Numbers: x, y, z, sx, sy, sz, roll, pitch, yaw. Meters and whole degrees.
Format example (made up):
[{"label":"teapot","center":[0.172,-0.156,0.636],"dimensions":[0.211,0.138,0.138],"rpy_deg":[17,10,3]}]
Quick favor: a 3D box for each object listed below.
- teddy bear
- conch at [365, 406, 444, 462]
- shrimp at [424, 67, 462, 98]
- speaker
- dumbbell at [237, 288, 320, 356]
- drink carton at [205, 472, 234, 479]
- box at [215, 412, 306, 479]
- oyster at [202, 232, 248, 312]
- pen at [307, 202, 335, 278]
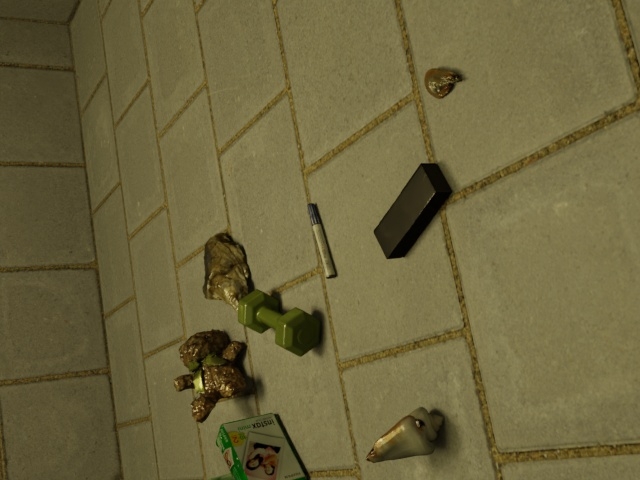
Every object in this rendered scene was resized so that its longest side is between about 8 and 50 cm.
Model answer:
[{"label":"teddy bear","center":[-0.333,0.381,2.414],"dimensions":[0.222,0.246,0.296],"rpy_deg":[53,-178,1]},{"label":"conch","center":[0.168,0.396,1.639],"dimensions":[0.104,0.176,0.094],"rpy_deg":[-26,-77,-80]},{"label":"shrimp","center":[0.239,-0.305,1.580],"dimensions":[0.108,0.023,0.059],"rpy_deg":[31,128,54]},{"label":"speaker","center":[0.187,-0.059,1.664],"dimensions":[0.218,0.044,0.082],"rpy_deg":[-59,44,43]},{"label":"dumbbell","center":[-0.113,0.213,2.127],"dimensions":[0.302,0.108,0.121],"rpy_deg":[19,108,57]},{"label":"drink carton","center":[-0.268,0.799,2.416],"dimensions":[0.142,0.146,0.144],"rpy_deg":[20,110,48]},{"label":"box","center":[-0.163,0.594,2.177],"dimensions":[0.250,0.180,0.103],"rpy_deg":[56,141,40]},{"label":"oyster","center":[-0.298,0.090,2.424],"dimensions":[0.166,0.110,0.341],"rpy_deg":[-55,34,38]},{"label":"pen","center":[0.000,0.000,2.001],"dimensions":[0.025,0.025,0.204],"rpy_deg":[-45,54,51]}]
